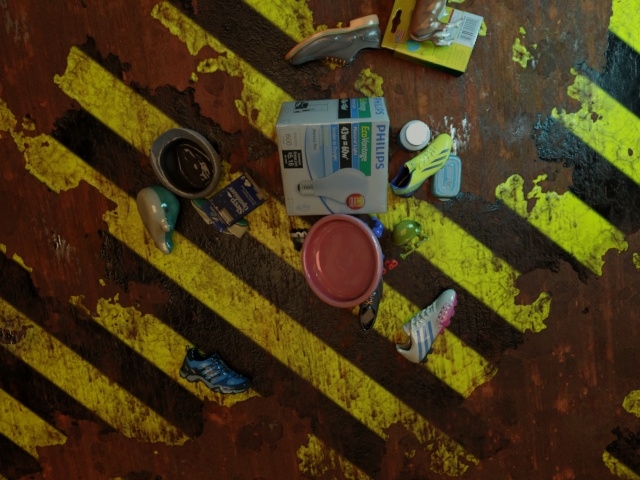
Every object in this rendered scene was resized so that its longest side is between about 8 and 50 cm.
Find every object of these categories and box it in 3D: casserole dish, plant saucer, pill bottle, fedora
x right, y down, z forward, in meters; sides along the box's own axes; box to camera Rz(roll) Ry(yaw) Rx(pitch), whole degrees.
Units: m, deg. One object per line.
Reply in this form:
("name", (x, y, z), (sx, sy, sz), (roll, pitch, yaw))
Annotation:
("casserole dish", (0.483, -0.243, 1.674), (0.114, 0.037, 0.188), (3, 98, 4))
("plant saucer", (0.083, 0.069, 1.557), (0.332, 0.084, 0.331), (5, 98, 36))
("pill bottle", (0.339, -0.379, 1.593), (0.108, 0.180, 0.107), (1, 97, 4))
("fedora", (-0.503, -0.296, 1.688), (0.244, 0.124, 0.275), (-42, 101, 10))

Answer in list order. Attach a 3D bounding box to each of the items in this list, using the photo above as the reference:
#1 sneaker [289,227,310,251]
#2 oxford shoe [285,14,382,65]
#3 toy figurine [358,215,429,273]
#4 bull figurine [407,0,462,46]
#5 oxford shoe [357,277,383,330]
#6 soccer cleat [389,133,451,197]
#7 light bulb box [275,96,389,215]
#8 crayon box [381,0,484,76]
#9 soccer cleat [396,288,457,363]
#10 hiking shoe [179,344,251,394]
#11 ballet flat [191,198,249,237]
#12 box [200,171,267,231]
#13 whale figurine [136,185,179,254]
("sneaker", (0.000, 0.000, 1.721), (0.235, 0.078, 0.106), (-3, 103, 5))
("oxford shoe", (0.051, -0.699, 1.603), (0.364, 0.130, 0.132), (-18, 103, 7))
("toy figurine", (0.184, -0.007, 1.619), (0.363, 0.191, 0.217), (-37, 110, 7))
("bull figurine", (0.400, -0.822, 1.492), (0.189, 0.101, 0.310), (15, 97, 0))
("oxford shoe", (0.199, 0.224, 1.720), (0.097, 0.098, 0.271), (3, 97, 3))
("soccer cleat", (0.373, -0.281, 1.622), (0.289, 0.121, 0.093), (-50, 47, 13))
("light bulb box", (0.051, -0.290, 1.535), (0.362, 0.225, 0.357), (-2, 128, 4))
("crayon box", (0.399, -0.747, 1.593), (0.319, 0.081, 0.202), (19, 98, 1))
("soccer cleat", (0.410, 0.325, 1.710), (0.143, 0.116, 0.331), (25, 98, 0))
("hiking shoe", (-0.428, 0.535, 1.794), (0.304, 0.113, 0.131), (15, 99, 2))
("ballet flat", (-0.407, -0.084, 1.737), (0.249, 0.086, 0.086), (27, 98, -1))
("box", (-0.335, -0.148, 1.698), (0.225, 0.036, 0.136), (-39, 91, -14))
("whale figurine", (-0.618, -0.085, 1.720), (0.141, 0.216, 0.271), (-25, 122, -35))
